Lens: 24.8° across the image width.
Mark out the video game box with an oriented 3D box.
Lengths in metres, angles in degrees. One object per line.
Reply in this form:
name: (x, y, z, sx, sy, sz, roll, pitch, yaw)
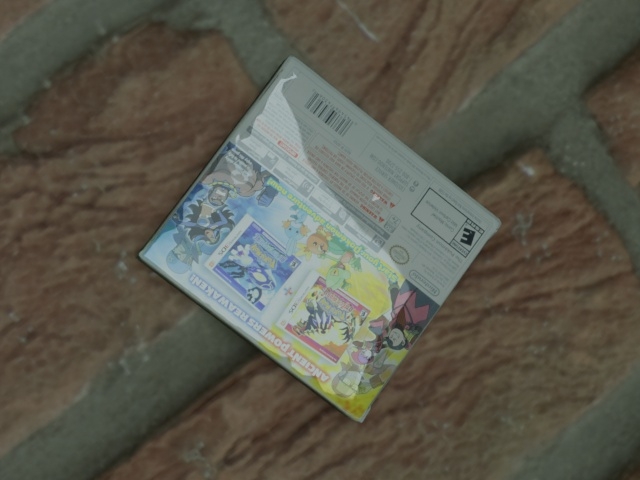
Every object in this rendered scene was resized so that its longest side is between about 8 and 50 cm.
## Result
video game box: (0.000, 0.000, 1.075, 0.205, 0.048, 0.187, 38, 79, -8)
